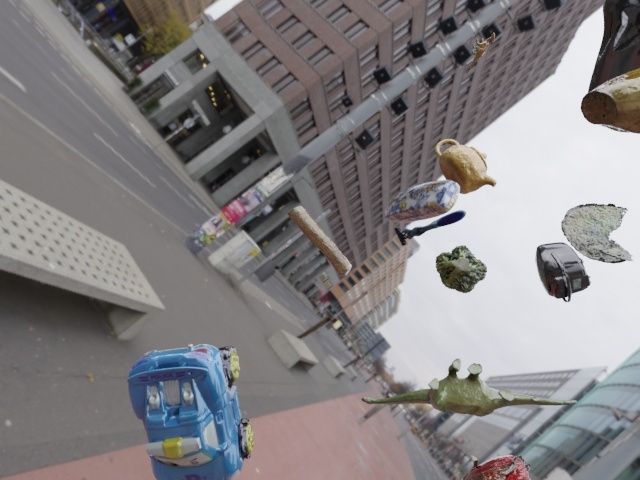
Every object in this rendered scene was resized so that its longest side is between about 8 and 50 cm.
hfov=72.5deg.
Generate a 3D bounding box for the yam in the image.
[{"bbox_3d":[0.000,0.000,1.536,0.300,0.066,0.066,50,-5,9],"label":"yam"}]

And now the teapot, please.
[{"bbox_3d":[0.583,-0.307,1.747,0.311,0.166,0.203,59,2,35],"label":"teapot"}]

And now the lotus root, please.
[{"bbox_3d":[0.451,-0.170,0.519,0.110,0.258,0.097,-104,-169,-69],"label":"lotus root"}]

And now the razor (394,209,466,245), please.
[{"bbox_3d":[0.229,-0.029,0.914,0.044,0.154,0.028,64,31,-7],"label":"razor"}]

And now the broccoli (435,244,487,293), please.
[{"bbox_3d":[0.458,0.093,1.443,0.162,0.146,0.138,41,-6,22],"label":"broccoli"}]

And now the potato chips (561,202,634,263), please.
[{"bbox_3d":[0.850,-0.023,1.328,0.029,0.201,0.220,70,14,-55],"label":"potato chips"}]

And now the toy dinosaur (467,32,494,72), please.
[{"bbox_3d":[0.419,-0.504,1.165,0.026,0.113,0.041,4,43,-47],"label":"toy dinosaur"}]

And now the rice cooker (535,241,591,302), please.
[{"bbox_3d":[0.719,0.089,1.314,0.203,0.118,0.142,-84,153,-55],"label":"rice cooker"}]

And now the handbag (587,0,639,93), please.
[{"bbox_3d":[0.752,-0.436,1.026,0.191,0.333,0.075,8,11,19],"label":"handbag"}]

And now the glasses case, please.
[{"bbox_3d":[0.242,-0.094,1.069,0.065,0.087,0.248,34,-17,-17],"label":"glasses case"}]

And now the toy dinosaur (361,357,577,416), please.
[{"bbox_3d":[0.313,0.380,1.014,0.446,0.087,0.301,10,-40,13],"label":"toy dinosaur"}]

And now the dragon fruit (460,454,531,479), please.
[{"bbox_3d":[0.480,0.723,1.264,0.100,0.282,0.343,39,-12,5],"label":"dragon fruit"}]

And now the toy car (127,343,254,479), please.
[{"bbox_3d":[-0.240,0.342,0.806,0.166,0.198,0.315,-82,165,-77],"label":"toy car"}]
